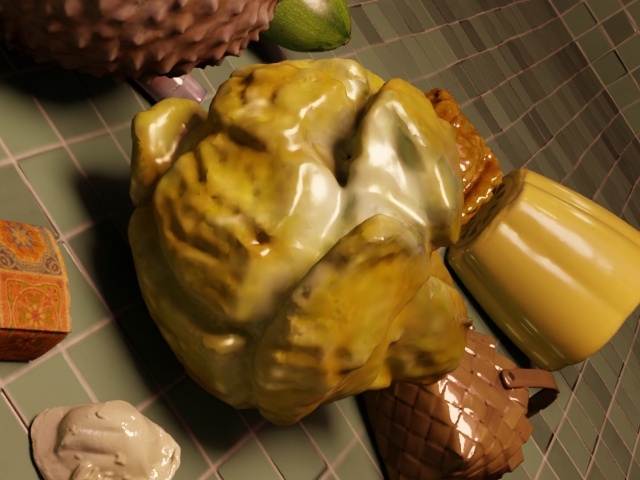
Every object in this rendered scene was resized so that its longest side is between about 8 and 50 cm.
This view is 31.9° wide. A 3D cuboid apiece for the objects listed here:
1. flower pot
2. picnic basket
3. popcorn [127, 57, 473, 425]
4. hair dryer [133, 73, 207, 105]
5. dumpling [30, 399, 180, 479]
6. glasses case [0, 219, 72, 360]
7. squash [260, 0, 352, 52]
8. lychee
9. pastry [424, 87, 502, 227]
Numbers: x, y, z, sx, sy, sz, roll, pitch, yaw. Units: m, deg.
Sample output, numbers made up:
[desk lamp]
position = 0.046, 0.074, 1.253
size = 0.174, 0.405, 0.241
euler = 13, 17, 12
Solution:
[flower pot]
position = 0.252, 0.021, 1.274
size = 0.179, 0.195, 0.195
euler = 39, 30, -10
[picnic basket]
position = 0.130, 0.144, 0.977
size = 0.178, 0.128, 0.138
euler = 1, 62, -39
[popcorn]
position = -0.001, -0.001, 0.811
size = 0.225, 0.276, 0.276
euler = 32, 12, 31
[hair dryer]
position = -0.130, -0.155, 0.972
size = 0.063, 0.037, 0.114
euler = 43, 22, -24
[dumpling]
position = -0.126, 0.124, 0.652
size = 0.076, 0.052, 0.057
euler = 40, 27, -29
[glasses case]
position = -0.230, 0.018, 0.593
size = 0.218, 0.049, 0.075
euler = 12, 51, -55
[squash]
position = -0.115, -0.336, 1.103
size = 0.395, 0.107, 0.107
euler = 51, 27, -8
[lychee]
position = -0.141, -0.259, 0.804
size = 0.300, 0.300, 0.300
euler = 40, 31, -31
[pastry]
position = 0.079, -0.054, 1.052
size = 0.103, 0.188, 0.189
euler = 49, 28, -11
